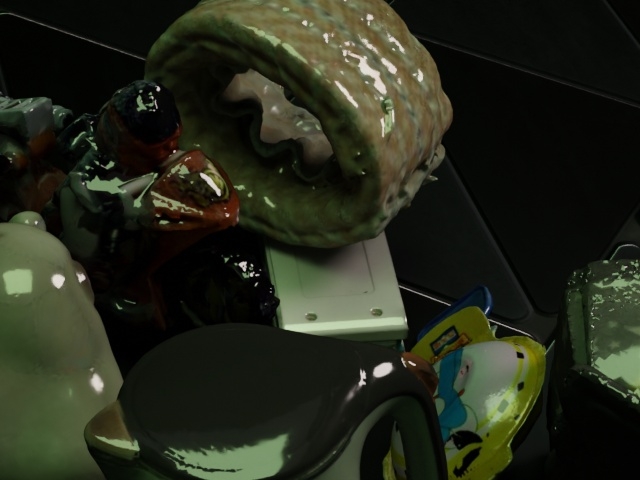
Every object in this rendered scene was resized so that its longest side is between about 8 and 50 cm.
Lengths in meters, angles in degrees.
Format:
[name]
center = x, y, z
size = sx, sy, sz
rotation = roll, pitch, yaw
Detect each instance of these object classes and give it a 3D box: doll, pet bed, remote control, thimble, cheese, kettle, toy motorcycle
[doll]
center = -0.289, 0.123, 1.254
size = 0.370, 0.215, 0.226
rotation = -26, 22, -35
[pet bed]
center = 0.245, 0.136, 1.261
size = 0.183, 0.211, 0.159
rotation = 4, 49, 1
[remote control]
center = 0.000, 0.000, 1.541
size = 0.103, 0.055, 0.277
rotation = -4, 40, -7
[thimble]
center = -0.018, -0.113, 1.477
size = 0.229, 0.196, 0.148
rotation = 20, 42, 22
[cheese]
center = 0.104, 0.112, 1.371
size = 0.156, 0.064, 0.250
rotation = -39, 20, 16
[kettle]
center = -0.029, 0.177, 1.164
size = 0.240, 0.255, 0.165
rotation = -14, 39, -19
[toy motorcycle]
center = -0.212, -0.048, 1.464
size = 0.401, 0.207, 0.134
rotation = 16, 37, 29
